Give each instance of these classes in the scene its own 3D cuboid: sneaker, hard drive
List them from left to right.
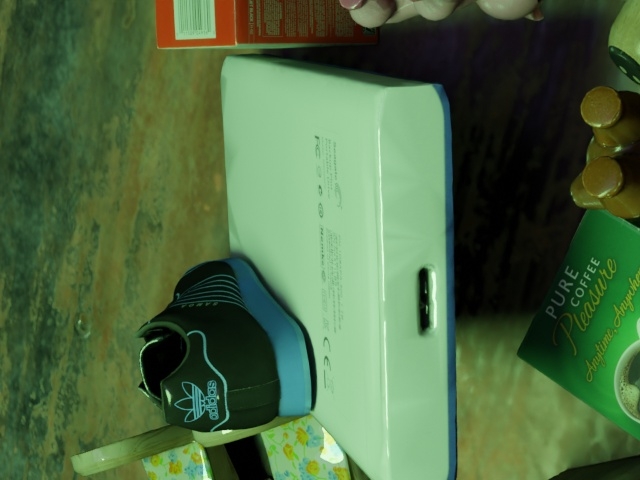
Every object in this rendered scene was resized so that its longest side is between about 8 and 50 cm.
[{"bbox_3d":[-0.080,0.063,0.796,0.232,0.090,0.081,-154,59,-70],"label":"sneaker"},{"bbox_3d":[0.000,0.000,0.742,0.319,0.040,0.210,-148,54,-69],"label":"hard drive"}]

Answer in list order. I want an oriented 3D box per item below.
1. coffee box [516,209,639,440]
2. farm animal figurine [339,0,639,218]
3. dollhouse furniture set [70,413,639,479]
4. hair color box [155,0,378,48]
[{"bbox_3d":[0.212,0.066,0.697,0.184,0.040,0.113,34,116,30],"label":"coffee box"},{"bbox_3d":[0.177,-0.175,0.619,0.327,0.172,0.330,-40,64,23],"label":"farm animal figurine"},{"bbox_3d":[0.007,0.274,0.758,0.394,0.256,0.362,-22,83,39],"label":"dollhouse furniture set"},{"bbox_3d":[-0.032,-0.146,0.795,0.072,0.141,0.043,5,100,38],"label":"hair color box"}]
